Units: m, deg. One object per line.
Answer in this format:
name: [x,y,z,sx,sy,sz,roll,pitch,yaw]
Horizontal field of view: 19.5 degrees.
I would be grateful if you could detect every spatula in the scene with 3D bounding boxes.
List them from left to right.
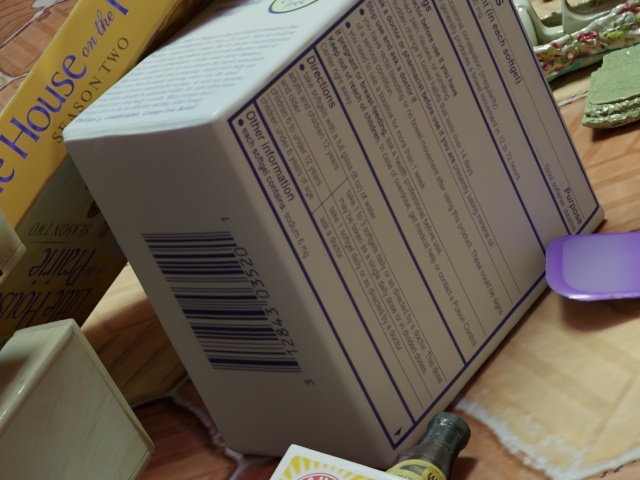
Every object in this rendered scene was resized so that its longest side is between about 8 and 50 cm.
spatula: [0.287,-0.013,1.180,0.296,0.030,0.084,-18,27,18]

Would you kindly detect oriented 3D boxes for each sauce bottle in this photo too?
sauce bottle: [0.051,0.148,1.079,0.042,0.042,0.128,-8,32,35]

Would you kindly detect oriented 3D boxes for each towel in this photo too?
towel: [0.273,-0.129,1.432,0.148,0.027,0.110,-17,25,24]

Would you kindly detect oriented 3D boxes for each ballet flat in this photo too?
ballet flat: [0.201,-0.179,1.544,0.241,0.077,0.091,-22,25,12]

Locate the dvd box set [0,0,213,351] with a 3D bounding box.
dvd box set: [-0.141,-0.087,1.339,0.420,0.062,0.307,-54,-10,6]

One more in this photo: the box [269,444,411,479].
box: [0.054,0.186,0.859,0.203,0.103,0.114,11,59,40]

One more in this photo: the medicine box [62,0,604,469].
medicine box: [0.021,-0.043,1.221,0.149,0.263,0.289,-1,34,44]

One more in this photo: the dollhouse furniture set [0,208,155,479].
dollhouse furniture set: [-0.303,0.152,1.112,0.355,0.303,0.174,-12,29,31]
